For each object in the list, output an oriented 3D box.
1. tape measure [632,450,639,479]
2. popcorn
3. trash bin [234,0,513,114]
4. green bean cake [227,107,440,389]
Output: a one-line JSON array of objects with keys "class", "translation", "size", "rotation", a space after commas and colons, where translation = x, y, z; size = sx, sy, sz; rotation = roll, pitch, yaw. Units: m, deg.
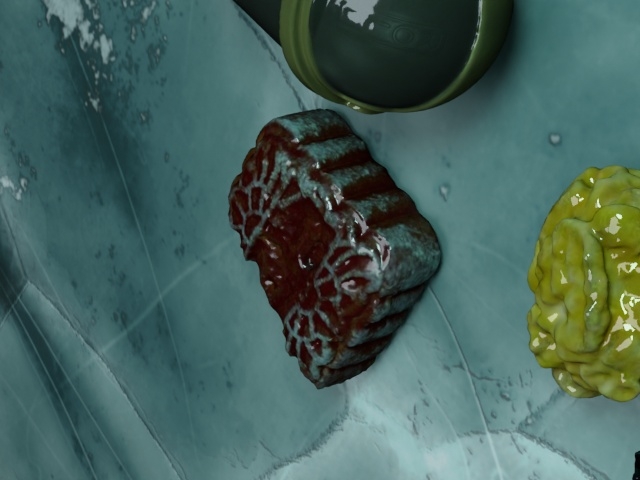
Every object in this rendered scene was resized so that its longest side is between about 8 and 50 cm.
[{"class": "tape measure", "translation": [0.348, 0.157, 0.973], "size": [0.181, 0.182, 0.107], "rotation": [-15, 93, 60]}, {"class": "popcorn", "translation": [0.239, 0.047, 1.095], "size": [0.163, 0.140, 0.194], "rotation": [44, 132, 37]}, {"class": "trash bin", "translation": [0.025, -0.243, 1.190], "size": [0.334, 0.214, 0.214], "rotation": [45, 131, 35]}, {"class": "green bean cake", "translation": [0.000, 0.000, 1.372], "size": [0.233, 0.097, 0.198], "rotation": [54, 135, 21]}]
